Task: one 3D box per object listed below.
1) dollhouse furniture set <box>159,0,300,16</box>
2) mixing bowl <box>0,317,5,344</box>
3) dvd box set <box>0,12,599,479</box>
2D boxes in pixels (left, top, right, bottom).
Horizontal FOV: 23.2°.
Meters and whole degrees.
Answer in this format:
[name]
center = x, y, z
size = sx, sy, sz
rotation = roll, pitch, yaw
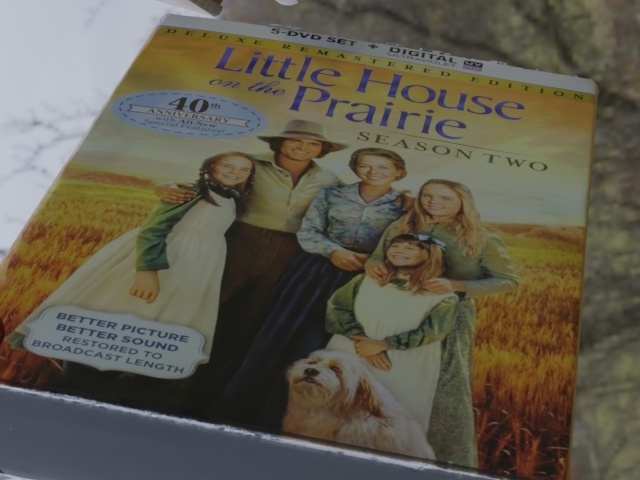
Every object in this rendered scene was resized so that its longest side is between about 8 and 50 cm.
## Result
[dollhouse furniture set]
center = -0.181, -0.323, 1.135
size = 0.355, 0.173, 0.303
rotation = 29, 176, -41
[mixing bowl]
center = -0.183, -0.030, 0.498
size = 0.181, 0.181, 0.098
rotation = -92, 14, -81
[dvd box set]
center = 0.000, 0.000, 0.891
size = 0.420, 0.308, 0.062
rotation = -70, -12, -56
